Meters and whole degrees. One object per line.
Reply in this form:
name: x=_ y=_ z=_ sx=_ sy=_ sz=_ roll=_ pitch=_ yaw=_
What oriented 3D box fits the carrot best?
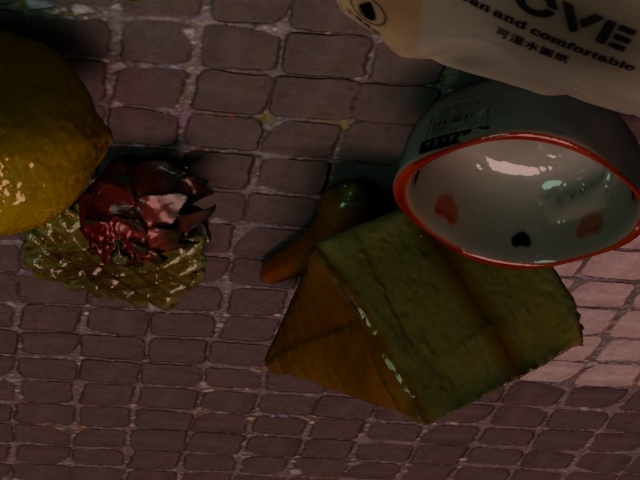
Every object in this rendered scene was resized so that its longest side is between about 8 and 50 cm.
carrot: x=0.000 y=0.000 z=2.235 sx=0.066 sy=0.062 sz=0.271 roll=-26 pitch=168 yaw=-26

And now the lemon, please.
lemon: x=-0.325 y=-0.104 z=1.860 sx=0.260 sy=0.204 sz=0.204 roll=7 pitch=153 yaw=-14

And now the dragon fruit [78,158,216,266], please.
dragon fruit: x=-0.189 y=-0.030 z=2.106 sx=0.142 sy=0.121 sz=0.130 roll=-17 pitch=-165 yaw=-25

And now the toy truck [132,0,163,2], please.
toy truck: x=-0.125 y=-0.243 z=1.714 sx=0.111 sy=0.077 sz=0.076 roll=-9 pitch=153 yaw=16

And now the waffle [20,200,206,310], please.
waffle: x=-0.235 y=0.017 z=2.263 sx=0.214 sy=0.054 sz=0.208 roll=13 pitch=155 yaw=-13

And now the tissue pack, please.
tissue pack: x=0.223 y=-0.247 z=1.604 sx=0.375 sy=0.195 sz=0.390 roll=17 pitch=152 yaw=-2

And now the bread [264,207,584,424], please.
bread: x=0.096 y=0.110 z=2.205 sx=0.233 sy=0.245 sz=0.361 roll=-25 pitch=165 yaw=-23

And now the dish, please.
dish: x=0.205 y=-0.082 z=1.978 sx=0.256 sy=0.117 sz=0.256 roll=7 pitch=149 yaw=4
